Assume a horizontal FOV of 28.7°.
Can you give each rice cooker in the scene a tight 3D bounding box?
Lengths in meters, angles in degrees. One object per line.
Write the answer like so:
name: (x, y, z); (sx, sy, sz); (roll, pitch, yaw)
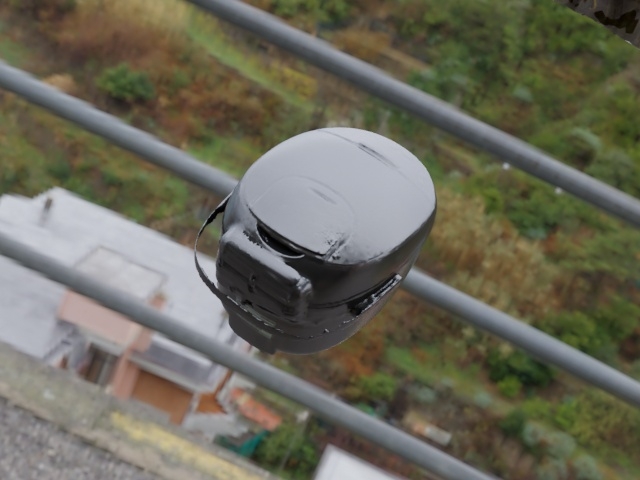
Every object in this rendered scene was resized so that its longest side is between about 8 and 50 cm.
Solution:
rice cooker: (-0.001, 0.000, 0.933); (0.142, 0.118, 0.203); (36, 51, 18)

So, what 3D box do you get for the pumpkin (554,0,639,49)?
pumpkin: (0.120, -0.191, 0.559); (0.317, 0.139, 0.221); (18, 35, -47)
